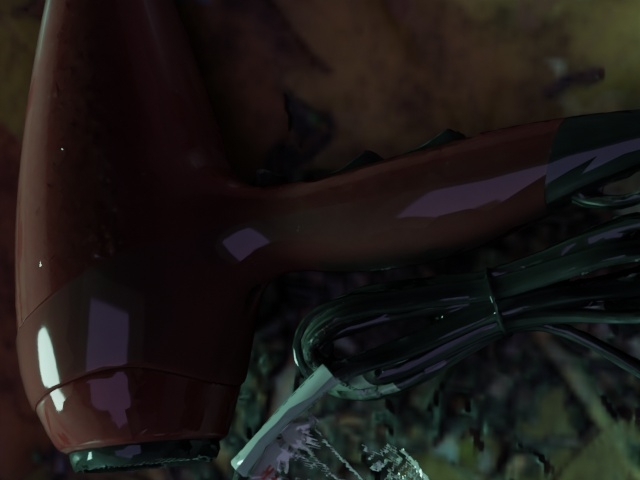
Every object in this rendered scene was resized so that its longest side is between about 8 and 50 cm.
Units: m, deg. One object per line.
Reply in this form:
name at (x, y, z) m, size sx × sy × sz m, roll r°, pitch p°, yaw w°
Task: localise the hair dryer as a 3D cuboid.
hair dryer at (0.000, 0.000, 0.482) m, size 0.293 × 0.080 × 0.223 m, roll 44°, pitch 92°, yaw 19°
